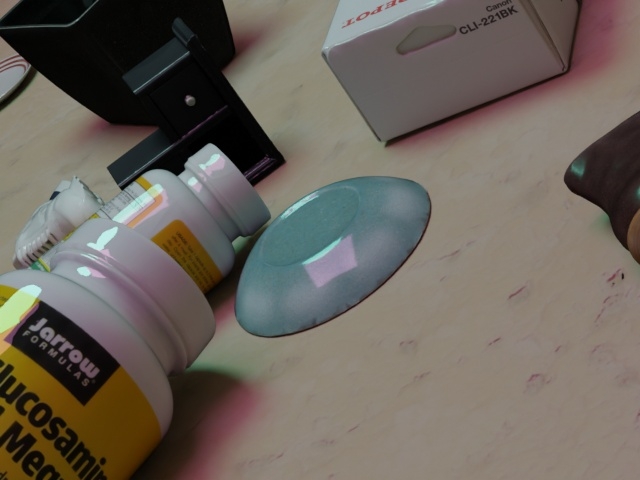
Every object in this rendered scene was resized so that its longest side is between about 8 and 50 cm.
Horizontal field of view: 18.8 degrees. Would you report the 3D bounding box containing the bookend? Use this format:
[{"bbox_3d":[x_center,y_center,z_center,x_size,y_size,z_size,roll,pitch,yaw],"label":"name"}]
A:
[{"bbox_3d":[-0.144,-0.098,1.822,0.156,0.157,0.072,-36,26,-2],"label":"bookend"}]

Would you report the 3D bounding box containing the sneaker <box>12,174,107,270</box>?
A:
[{"bbox_3d":[-0.238,-0.001,1.834,0.095,0.090,0.235,-44,7,-12],"label":"sneaker"}]

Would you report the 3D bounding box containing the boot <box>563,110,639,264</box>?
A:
[{"bbox_3d":[0.298,-0.082,1.342,0.248,0.090,0.207,-39,28,2],"label":"boot"}]

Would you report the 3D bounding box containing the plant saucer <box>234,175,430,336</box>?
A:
[{"bbox_3d":[0.000,0.000,1.625,0.195,0.037,0.195,-28,26,15],"label":"plant saucer"}]

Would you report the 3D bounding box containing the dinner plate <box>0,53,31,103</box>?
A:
[{"bbox_3d":[-0.421,-0.191,2.465,0.141,0.017,0.141,-27,28,16],"label":"dinner plate"}]

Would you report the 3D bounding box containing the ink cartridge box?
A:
[{"bbox_3d":[0.130,-0.234,1.767,0.197,0.114,0.273,-20,29,27],"label":"ink cartridge box"}]

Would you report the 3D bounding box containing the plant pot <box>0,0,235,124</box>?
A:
[{"bbox_3d":[-0.206,-0.229,2.102,0.188,0.167,0.187,-49,29,-23],"label":"plant pot"}]

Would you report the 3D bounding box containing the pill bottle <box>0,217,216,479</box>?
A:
[{"bbox_3d":[-0.236,0.145,1.493,0.188,0.188,0.334,2,45,52],"label":"pill bottle"}]

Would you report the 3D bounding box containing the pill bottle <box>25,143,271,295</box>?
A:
[{"bbox_3d":[-0.150,0.012,1.690,0.208,0.117,0.117,-40,26,-7],"label":"pill bottle"}]
